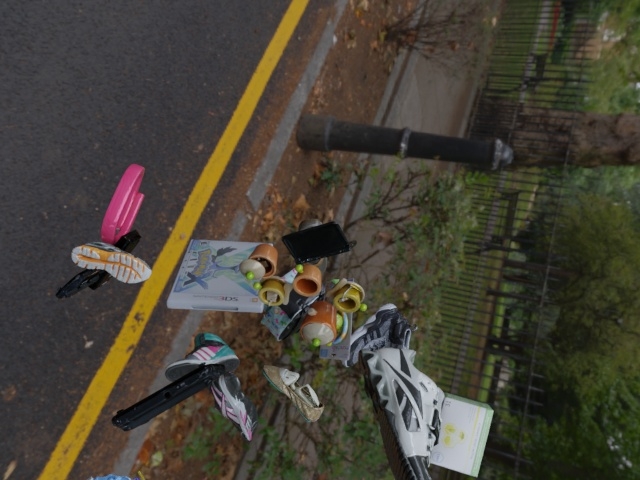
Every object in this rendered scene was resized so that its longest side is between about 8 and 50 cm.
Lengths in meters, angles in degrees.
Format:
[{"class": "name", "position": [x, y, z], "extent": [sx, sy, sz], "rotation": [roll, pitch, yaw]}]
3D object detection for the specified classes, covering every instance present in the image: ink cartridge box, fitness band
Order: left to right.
[{"class": "fitness band", "position": [-0.663, -0.120, 1.625], "extent": [0.209, 0.054, 0.290], "rotation": [138, -30, -74]}, {"class": "ink cartridge box", "position": [0.291, 0.465, 1.201], "extent": [0.056, 0.235, 0.171], "rotation": [14, 90, -82]}]

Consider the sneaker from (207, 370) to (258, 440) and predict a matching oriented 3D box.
[{"class": "sneaker", "position": [-0.218, 0.409, 1.184], "extent": [0.178, 0.077, 0.072], "rotation": [67, 21, -3]}]

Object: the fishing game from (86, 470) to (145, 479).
[{"class": "fishing game", "position": [-0.707, 0.833, 1.592], "extent": [0.041, 0.264, 0.189], "rotation": [-118, -170, -58]}]

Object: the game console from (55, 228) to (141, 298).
[{"class": "game console", "position": [-0.687, 0.082, 1.496], "extent": [0.213, 0.044, 0.361], "rotation": [-50, -173, 10]}]

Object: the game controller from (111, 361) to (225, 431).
[{"class": "game controller", "position": [-0.420, 0.436, 1.355], "extent": [0.067, 0.319, 0.166], "rotation": [61, 1, 10]}]

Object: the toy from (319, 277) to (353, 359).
[{"class": "toy", "position": [0.033, 0.230, 1.431], "extent": [0.056, 0.137, 0.237], "rotation": [19, 70, -34]}]

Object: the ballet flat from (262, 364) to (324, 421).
[{"class": "ballet flat", "position": [-0.068, 0.403, 1.317], "extent": [0.067, 0.206, 0.073], "rotation": [-45, 180, 14]}]

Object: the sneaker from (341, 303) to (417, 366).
[{"class": "sneaker", "position": [0.198, 0.339, 1.588], "extent": [0.268, 0.153, 0.101], "rotation": [-44, 141, -15]}]

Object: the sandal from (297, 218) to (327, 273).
[{"class": "sandal", "position": [-0.020, 0.032, 1.292], "extent": [0.219, 0.090, 0.060], "rotation": [94, -13, -49]}]

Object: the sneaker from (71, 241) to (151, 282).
[{"class": "sneaker", "position": [-0.581, 0.052, 1.361], "extent": [0.083, 0.215, 0.084], "rotation": [-92, -155, -69]}]

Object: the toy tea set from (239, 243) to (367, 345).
[{"class": "toy tea set", "position": [-0.060, 0.151, 1.206], "extent": [0.200, 0.336, 0.124], "rotation": [-55, -167, 38]}]

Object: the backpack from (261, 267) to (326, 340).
[{"class": "backpack", "position": [-0.110, 0.240, 1.760], "extent": [0.225, 0.191, 0.253], "rotation": [-35, 158, -39]}]

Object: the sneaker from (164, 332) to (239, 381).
[{"class": "sneaker", "position": [-0.487, 0.452, 1.901], "extent": [0.296, 0.178, 0.123], "rotation": [1, 120, -38]}]

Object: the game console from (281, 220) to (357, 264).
[{"class": "game console", "position": [0.000, 0.000, 0.979], "extent": [0.107, 0.122, 0.071], "rotation": [-35, 109, -70]}]

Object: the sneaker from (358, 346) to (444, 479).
[{"class": "sneaker", "position": [0.183, 0.339, 0.913], "extent": [0.122, 0.146, 0.330], "rotation": [92, -13, -46]}]

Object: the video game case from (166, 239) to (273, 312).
[{"class": "video game case", "position": [-0.325, 0.111, 1.618], "extent": [0.329, 0.300, 0.036], "rotation": [-88, -179, -54]}]
